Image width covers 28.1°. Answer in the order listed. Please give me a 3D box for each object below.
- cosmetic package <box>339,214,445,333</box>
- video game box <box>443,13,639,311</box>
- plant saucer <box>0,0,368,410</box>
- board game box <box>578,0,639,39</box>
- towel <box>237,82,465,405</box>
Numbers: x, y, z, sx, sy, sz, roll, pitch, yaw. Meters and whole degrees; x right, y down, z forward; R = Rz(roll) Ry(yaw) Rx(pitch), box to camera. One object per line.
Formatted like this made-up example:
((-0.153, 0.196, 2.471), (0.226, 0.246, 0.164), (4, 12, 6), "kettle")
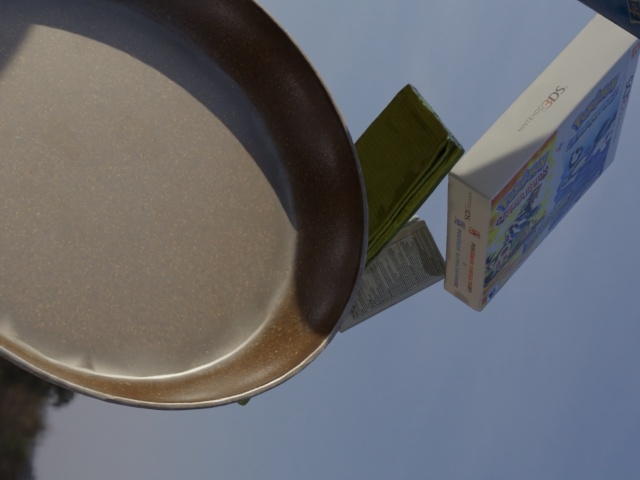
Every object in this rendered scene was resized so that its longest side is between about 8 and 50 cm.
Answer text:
((0.053, 0.029, 1.154), (0.060, 0.115, 0.041), (64, -2, -10), "cosmetic package")
((0.180, -0.062, 1.049), (0.205, 0.048, 0.187), (-46, 155, -19), "video game box")
((-0.113, -0.046, 0.712), (0.050, 0.310, 0.311), (-38, -136, 46), "plant saucer")
((0.267, -0.262, 0.845), (0.308, 0.301, 0.086), (-125, -162, -55), "board game box")
((0.000, 0.000, 0.885), (0.237, 0.021, 0.102), (-49, -144, 14), "towel")
